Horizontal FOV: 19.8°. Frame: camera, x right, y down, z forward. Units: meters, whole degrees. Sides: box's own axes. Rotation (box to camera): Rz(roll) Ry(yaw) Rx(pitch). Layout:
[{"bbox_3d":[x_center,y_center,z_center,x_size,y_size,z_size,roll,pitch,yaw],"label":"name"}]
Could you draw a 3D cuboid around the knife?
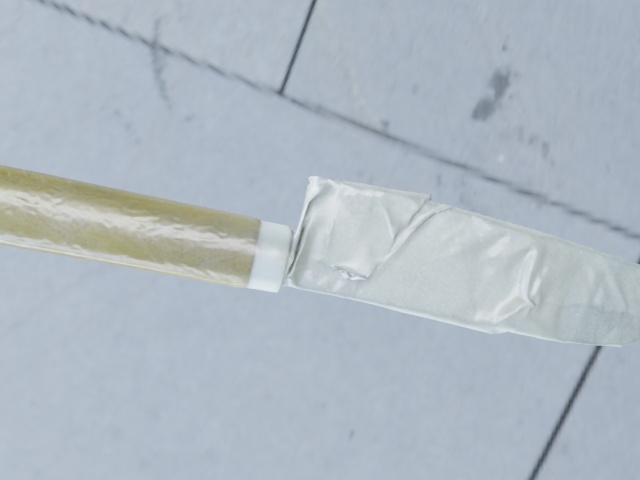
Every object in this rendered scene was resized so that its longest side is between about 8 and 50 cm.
[{"bbox_3d":[0.000,0.000,0.638,0.298,0.017,0.047,12,84,-10],"label":"knife"}]
